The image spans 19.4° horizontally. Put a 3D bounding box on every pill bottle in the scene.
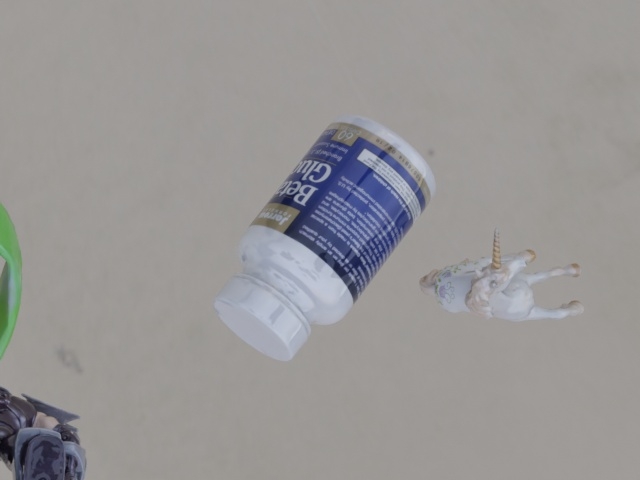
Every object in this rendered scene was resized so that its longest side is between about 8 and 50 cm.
[{"bbox_3d":[0.000,0.000,1.336,0.094,0.094,0.169,45,68,-20],"label":"pill bottle"}]

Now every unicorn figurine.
[{"bbox_3d":[0.125,0.032,1.297,0.111,0.162,0.060,-5,82,-31],"label":"unicorn figurine"}]

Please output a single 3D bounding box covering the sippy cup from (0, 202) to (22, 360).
[{"bbox_3d":[-0.372,0.021,1.235,0.305,0.240,0.224,33,118,11],"label":"sippy cup"}]

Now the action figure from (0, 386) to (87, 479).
[{"bbox_3d":[-0.295,0.186,1.668,0.185,0.285,0.099,5,97,-12],"label":"action figure"}]
